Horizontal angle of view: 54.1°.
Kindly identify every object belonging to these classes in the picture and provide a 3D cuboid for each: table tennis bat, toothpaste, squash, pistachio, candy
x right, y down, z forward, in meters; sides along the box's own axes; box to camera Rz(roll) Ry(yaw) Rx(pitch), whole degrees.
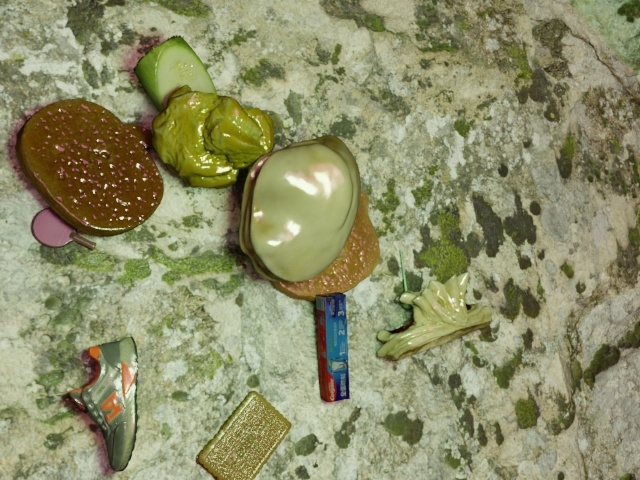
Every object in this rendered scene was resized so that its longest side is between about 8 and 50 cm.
[{"bbox_3d":[-0.659,-0.028,1.618,0.170,0.119,0.107,28,73,-17],"label":"table tennis bat"},{"bbox_3d":[0.038,0.319,1.882,0.076,0.066,0.320,-3,94,-25],"label":"toothpaste"},{"bbox_3d":[-0.381,-0.420,1.776,0.189,0.189,0.260,-39,95,-25],"label":"squash"},{"bbox_3d":[-0.050,-0.096,1.748,0.365,0.281,0.445,35,76,-33],"label":"pistachio"},{"bbox_3d":[0.280,0.128,2.074,0.061,0.061,0.202,2,72,-25],"label":"candy"}]

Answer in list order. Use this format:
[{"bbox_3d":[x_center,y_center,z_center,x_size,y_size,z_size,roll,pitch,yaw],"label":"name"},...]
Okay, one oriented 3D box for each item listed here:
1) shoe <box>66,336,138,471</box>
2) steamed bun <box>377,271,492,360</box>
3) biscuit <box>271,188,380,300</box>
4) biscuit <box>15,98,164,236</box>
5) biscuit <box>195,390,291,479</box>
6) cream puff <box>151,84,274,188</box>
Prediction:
[{"bbox_3d":[-0.554,0.416,1.592,0.171,0.132,0.336,2,78,-20],"label":"shoe"},{"bbox_3d":[0.375,0.230,2.000,0.428,0.247,0.189,-15,73,-24],"label":"steamed bun"},{"bbox_3d":[-0.001,0.000,1.950,0.385,0.062,0.365,-10,87,-24],"label":"biscuit"},{"bbox_3d":[-0.601,-0.204,1.699,0.350,0.070,0.394,-36,94,-33],"label":"biscuit"},{"bbox_3d":[-0.212,0.572,1.774,0.172,0.029,0.254,45,67,-12],"label":"biscuit"},{"bbox_3d":[-0.287,-0.263,1.731,0.323,0.270,0.274,14,101,-48],"label":"cream puff"}]
